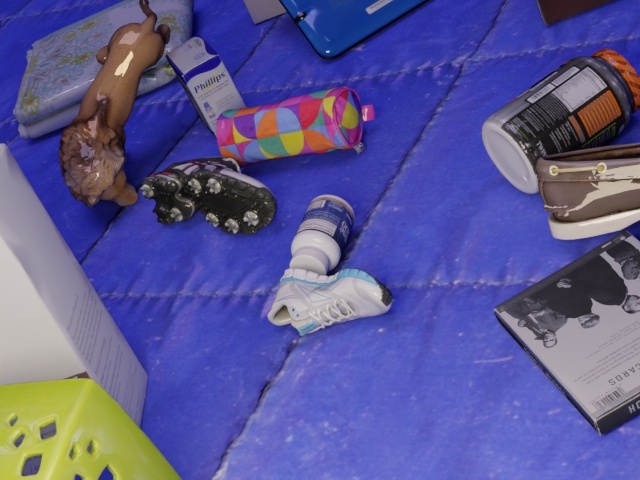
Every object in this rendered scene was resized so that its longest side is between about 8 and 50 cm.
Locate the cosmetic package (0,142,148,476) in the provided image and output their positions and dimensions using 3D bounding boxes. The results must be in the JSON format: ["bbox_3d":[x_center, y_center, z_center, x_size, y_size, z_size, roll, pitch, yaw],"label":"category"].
[{"bbox_3d":[-0.387,0.101,1.531,0.217,0.385,0.156,-22,31,12],"label":"cosmetic package"}]

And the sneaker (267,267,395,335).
[{"bbox_3d":[0.009,0.084,1.566,0.190,0.071,0.083,-4,44,48],"label":"sneaker"}]

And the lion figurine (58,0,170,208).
[{"bbox_3d":[-0.337,-0.243,2.119,0.240,0.142,0.392,178,105,-79],"label":"lion figurine"}]

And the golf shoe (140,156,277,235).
[{"bbox_3d":[-0.149,-0.083,1.896,0.273,0.105,0.120,10,40,45],"label":"golf shoe"}]

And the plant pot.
[{"bbox_3d":[-0.303,0.297,1.345,0.227,0.228,0.207,-9,42,28],"label":"plant pot"}]

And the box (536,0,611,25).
[{"bbox_3d":[0.403,-0.464,1.953,0.203,0.167,0.168,-20,32,14],"label":"box"}]

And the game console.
[{"bbox_3d":[0.060,-0.459,2.288,0.293,0.250,0.173,-33,-13,-7],"label":"game console"}]

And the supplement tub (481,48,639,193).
[{"bbox_3d":[0.309,-0.154,1.621,0.190,0.117,0.117,-35,32,-12],"label":"supplement tub"}]

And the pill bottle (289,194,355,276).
[{"bbox_3d":[0.000,0.000,1.684,0.067,0.067,0.120,-10,35,28],"label":"pill bottle"}]

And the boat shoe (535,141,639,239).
[{"bbox_3d":[0.406,-0.088,1.447,0.324,0.097,0.116,-14,14,21],"label":"boat shoe"}]

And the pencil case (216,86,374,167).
[{"bbox_3d":[-0.043,-0.169,1.938,0.236,0.104,0.104,-6,37,30],"label":"pencil case"}]

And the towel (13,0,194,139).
[{"bbox_3d":[-0.421,-0.354,2.526,0.374,0.090,0.320,-22,34,10],"label":"towel"}]

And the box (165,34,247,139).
[{"bbox_3d":[-0.186,-0.255,2.137,0.072,0.137,0.126,-31,31,-6],"label":"box"}]

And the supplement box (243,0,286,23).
[{"bbox_3d":[-0.079,-0.525,2.515,0.130,0.073,0.239,-19,32,13],"label":"supplement box"}]

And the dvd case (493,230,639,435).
[{"bbox_3d":[0.309,0.089,1.347,0.179,0.029,0.239,-30,31,-3],"label":"dvd case"}]
